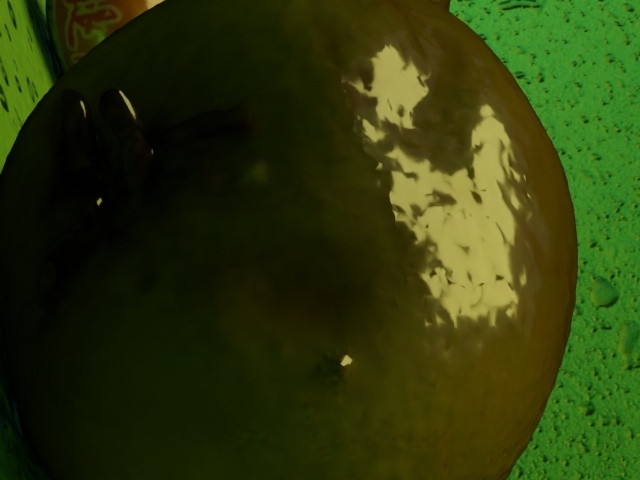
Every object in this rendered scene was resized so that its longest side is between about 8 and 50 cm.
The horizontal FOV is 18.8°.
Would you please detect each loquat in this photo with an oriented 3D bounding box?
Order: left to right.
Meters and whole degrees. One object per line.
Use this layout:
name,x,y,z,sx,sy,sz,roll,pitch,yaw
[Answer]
loquat,-0.020,0.016,0.658,0.213,0.213,0.213,-19,90,-87

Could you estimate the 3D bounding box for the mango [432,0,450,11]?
mango,-0.033,-0.274,1.323,0.300,0.232,0.446,16,50,-34

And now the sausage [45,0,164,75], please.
sausage,-0.082,-0.052,0.981,0.071,0.071,0.234,-102,172,-67
